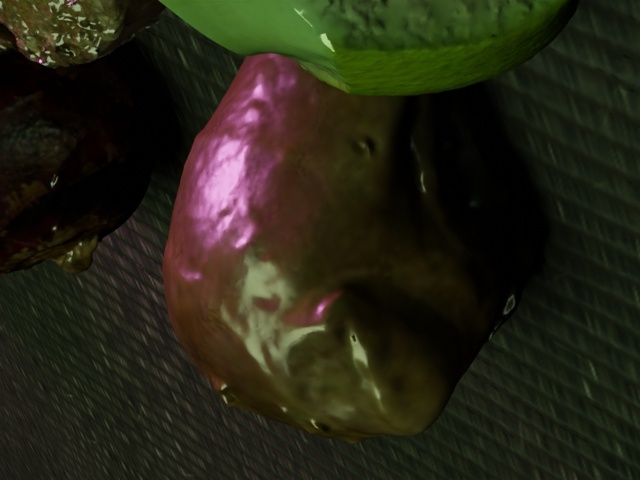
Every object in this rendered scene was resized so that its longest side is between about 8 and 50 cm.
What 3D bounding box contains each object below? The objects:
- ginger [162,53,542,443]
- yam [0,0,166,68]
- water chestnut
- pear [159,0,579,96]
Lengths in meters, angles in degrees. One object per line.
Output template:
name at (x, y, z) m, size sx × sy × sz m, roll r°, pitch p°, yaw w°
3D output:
ginger at (-0.003, 0.000, 0.823) m, size 0.200 × 0.223 × 0.269 m, roll -7°, pitch 118°, yaw 54°
yam at (-0.105, -0.208, 0.742) m, size 0.128 × 0.238 × 0.129 m, roll 27°, pitch 145°, yaw 21°
water chestnut at (-0.259, -0.084, 1.035) m, size 0.224 × 0.223 × 0.238 m, roll -10°, pitch 119°, yaw 51°
pear at (0.024, -0.208, 0.621) m, size 0.282 × 0.286 × 0.176 m, roll 38°, pitch 175°, yaw -21°
